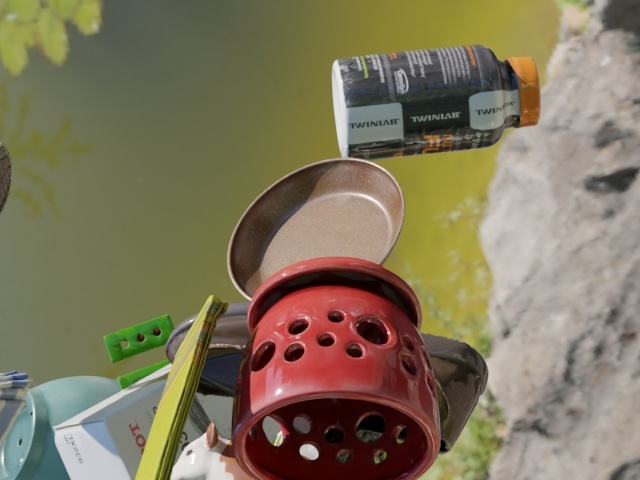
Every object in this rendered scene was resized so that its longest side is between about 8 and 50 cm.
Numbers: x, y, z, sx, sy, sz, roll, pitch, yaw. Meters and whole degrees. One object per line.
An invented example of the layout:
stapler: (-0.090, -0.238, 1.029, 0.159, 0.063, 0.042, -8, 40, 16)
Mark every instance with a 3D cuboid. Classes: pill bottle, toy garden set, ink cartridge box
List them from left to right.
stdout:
toy garden set: (-0.200, 0.233, 2.322, 0.049, 0.204, 0.244, 115, 135, -76)
ink cartridge box: (-0.159, 0.274, 1.946, 0.129, 0.307, 0.223, -17, 98, 47)
pill bottle: (0.142, -0.171, 1.827, 0.130, 0.246, 0.130, 174, 90, -87)

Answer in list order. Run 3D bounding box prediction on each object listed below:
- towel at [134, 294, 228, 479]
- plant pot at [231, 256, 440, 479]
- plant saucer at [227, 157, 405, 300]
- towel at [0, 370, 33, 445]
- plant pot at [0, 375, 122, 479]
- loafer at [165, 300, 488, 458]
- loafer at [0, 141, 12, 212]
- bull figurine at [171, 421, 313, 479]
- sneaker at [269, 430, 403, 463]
towel: (-0.131, 0.159, 1.316, 0.021, 0.237, 0.102, 24, 131, -9)
plant pot: (0.014, 0.126, 1.398, 0.191, 0.191, 0.174, 117, 160, -45)
plant saucer: (0.000, 0.000, 1.539, 0.198, 0.198, 0.036, 30, 160, 43)
towel: (-0.448, 0.182, 1.477, 0.209, 0.285, 0.034, -54, 40, 44)
plant pot: (-0.436, 0.351, 2.486, 0.293, 0.196, 0.293, -30, 49, 42)
loafer: (-0.002, 0.160, 1.656, 0.366, 0.130, 0.134, 5, 146, 11)
loafer: (-0.475, -0.034, 1.856, 0.092, 0.268, 0.102, 16, 135, 14)
bull figurine: (-0.010, 0.296, 1.530, 0.101, 0.310, 0.188, 118, 160, -50)
sneaker: (-0.007, 0.320, 1.862, 0.147, 0.145, 0.384, 46, 121, 44)
